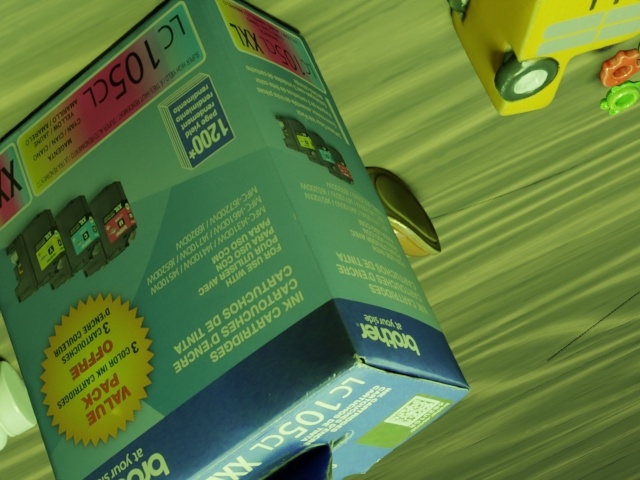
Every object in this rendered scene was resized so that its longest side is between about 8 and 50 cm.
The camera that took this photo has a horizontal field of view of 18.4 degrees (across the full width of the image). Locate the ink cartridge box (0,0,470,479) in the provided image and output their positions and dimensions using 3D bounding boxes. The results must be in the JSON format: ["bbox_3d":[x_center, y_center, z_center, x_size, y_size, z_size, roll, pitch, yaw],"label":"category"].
[{"bbox_3d":[-0.075,0.056,1.409,0.270,0.395,0.151,-37,150,23],"label":"ink cartridge box"}]

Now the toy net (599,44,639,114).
[{"bbox_3d":[0.287,-0.195,1.646,0.122,0.045,0.232,-18,151,-7],"label":"toy net"}]

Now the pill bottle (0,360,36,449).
[{"bbox_3d":[-0.327,0.165,1.750,0.137,0.078,0.078,-27,153,5],"label":"pill bottle"}]

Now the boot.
[{"bbox_3d":[0.000,0.000,1.732,0.152,0.073,0.197,-39,137,25],"label":"boot"}]

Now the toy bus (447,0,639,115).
[{"bbox_3d":[0.187,-0.232,1.424,0.130,0.108,0.332,-17,152,-17],"label":"toy bus"}]
